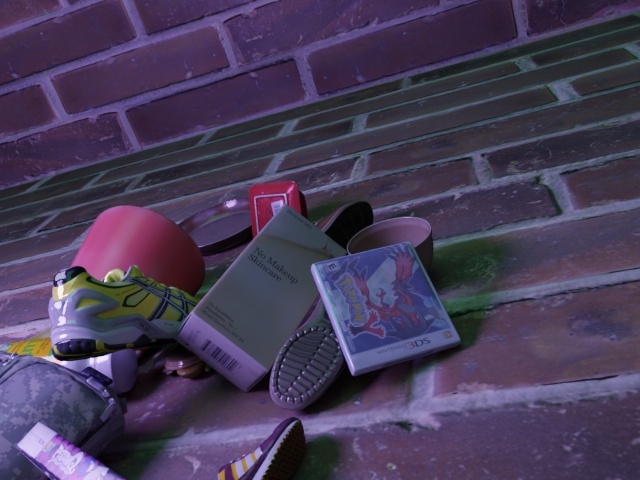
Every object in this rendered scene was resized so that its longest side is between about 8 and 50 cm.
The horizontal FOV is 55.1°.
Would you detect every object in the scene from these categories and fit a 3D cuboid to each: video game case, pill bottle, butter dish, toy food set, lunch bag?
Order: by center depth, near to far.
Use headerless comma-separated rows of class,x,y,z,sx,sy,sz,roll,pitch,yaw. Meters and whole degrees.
video game case,-0.209,0.309,0.688,0.210,0.232,0.041,4,47,44
lunch bag,-0.472,0.321,0.911,0.256,0.212,0.305,8,32,21
video game case,0.102,0.102,0.989,0.184,0.023,0.201,-13,57,-16
pill bottle,-0.476,0.244,1.138,0.246,0.136,0.136,-9,25,9
toy food set,-0.237,0.219,1.161,0.192,0.038,0.132,-16,16,21
butter dish,-0.090,-0.071,1.570,0.160,0.160,0.118,-2,5,34

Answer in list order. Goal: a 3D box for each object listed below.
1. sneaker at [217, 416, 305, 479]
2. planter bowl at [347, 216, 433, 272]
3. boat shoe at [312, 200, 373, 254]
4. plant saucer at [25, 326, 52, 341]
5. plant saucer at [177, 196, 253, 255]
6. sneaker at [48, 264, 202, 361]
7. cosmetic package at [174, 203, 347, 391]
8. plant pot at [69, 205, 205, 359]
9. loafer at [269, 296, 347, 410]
sneaker,-0.089,0.303,0.815,0.084,0.069,0.185,2,30,29
planter bowl,0.142,0.039,1.165,0.162,0.109,0.162,-16,24,7
boat shoe,0.000,0.000,1.355,0.105,0.110,0.307,5,33,41
plant saucer,-0.581,0.251,1.337,0.241,0.037,0.241,-15,24,7
plant saucer,-0.283,-0.036,1.724,0.311,0.050,0.310,-15,24,7
sneaker,-0.303,0.116,1.084,0.145,0.147,0.385,-17,-11,20
cosmetic package,-0.097,0.094,1.092,0.113,0.160,0.309,-49,4,49
plant pot,-0.406,0.106,1.273,0.275,0.274,0.243,-8,37,23
loafer,0.012,0.170,1.008,0.102,0.092,0.268,22,58,22
